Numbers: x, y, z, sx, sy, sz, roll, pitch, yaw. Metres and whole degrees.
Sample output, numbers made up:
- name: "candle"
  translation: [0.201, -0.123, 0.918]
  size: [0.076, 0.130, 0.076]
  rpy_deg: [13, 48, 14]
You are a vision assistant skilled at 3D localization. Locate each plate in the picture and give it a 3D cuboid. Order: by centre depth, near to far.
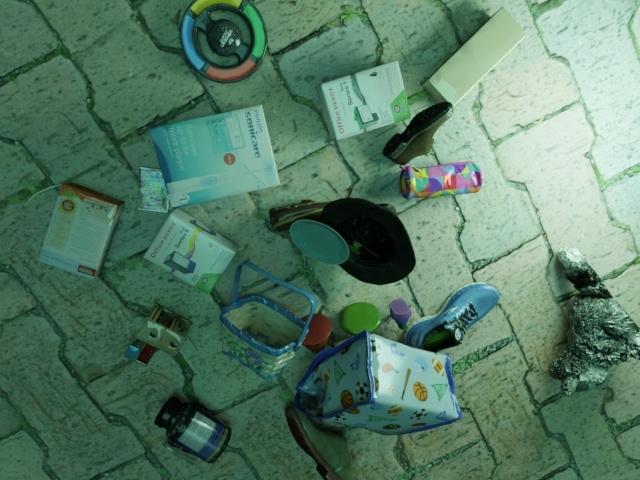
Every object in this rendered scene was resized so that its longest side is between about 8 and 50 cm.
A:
- name: "plate"
  translation: [0.000, 0.000, 1.349]
  size: [0.188, 0.188, 0.024]
  rpy_deg: [39, 56, -13]

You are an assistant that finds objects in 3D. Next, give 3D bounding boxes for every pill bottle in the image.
- name: "pill bottle"
  translation: [-0.396, 0.582, 1.460]
  size: [0.219, 0.123, 0.123]
  rpy_deg: [38, 97, -12]

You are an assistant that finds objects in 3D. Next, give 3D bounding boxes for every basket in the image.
- name: "basket"
  translation: [-0.151, 0.229, 1.333]
  size: [0.254, 0.201, 0.289]
  rpy_deg: [25, 111, 22]

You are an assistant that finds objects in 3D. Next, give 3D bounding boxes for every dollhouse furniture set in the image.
- name: "dollhouse furniture set"
  translation: [-0.483, 0.308, 1.382]
  size: [0.129, 0.129, 0.184]
  rpy_deg: [31, 98, -12]

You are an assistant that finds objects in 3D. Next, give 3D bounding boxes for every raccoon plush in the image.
- name: "raccoon plush"
  translation: [0.807, 0.273, 1.521]
  size: [0.299, 0.216, 0.446]
  rpy_deg: [-36, 75, 17]

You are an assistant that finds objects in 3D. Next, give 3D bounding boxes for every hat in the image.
- name: "hat"
  translation: [0.149, -0.024, 1.333]
  size: [0.331, 0.331, 0.134]
  rpy_deg: [50, 55, -14]

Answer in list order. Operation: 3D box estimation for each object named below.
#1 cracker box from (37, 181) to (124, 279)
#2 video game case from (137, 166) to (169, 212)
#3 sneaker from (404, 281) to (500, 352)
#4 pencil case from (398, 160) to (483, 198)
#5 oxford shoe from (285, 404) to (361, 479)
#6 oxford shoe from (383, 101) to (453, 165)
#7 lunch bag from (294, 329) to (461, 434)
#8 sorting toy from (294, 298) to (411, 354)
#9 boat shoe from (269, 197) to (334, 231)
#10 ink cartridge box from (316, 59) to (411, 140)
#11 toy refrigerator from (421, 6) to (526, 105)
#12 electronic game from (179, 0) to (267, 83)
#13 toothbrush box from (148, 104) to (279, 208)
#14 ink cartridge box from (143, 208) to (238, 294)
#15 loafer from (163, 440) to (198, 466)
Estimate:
- name: "cracker box"
  translation: [-0.666, -0.026, 1.315]
  size: [0.155, 0.067, 0.232]
  rpy_deg: [22, 99, -10]
- name: "video game case"
  translation: [-0.472, -0.143, 1.335]
  size: [0.087, 0.011, 0.122]
  rpy_deg: [6, 102, -7]
- name: "sneaker"
  translation: [0.421, 0.258, 1.453]
  size: [0.330, 0.147, 0.130]
  rpy_deg: [-38, 104, 3]
- name: "pencil case"
  translation: [0.346, -0.176, 1.367]
  size: [0.236, 0.104, 0.105]
  rpy_deg: [-5, 104, -7]
- name: "oxford shoe"
  translation: [0.008, 0.659, 1.543]
  size: [0.130, 0.123, 0.348]
  rpy_deg: [-37, 105, -24]
- name: "oxford shoe"
  translation: [0.289, -0.297, 1.324]
  size: [0.096, 0.083, 0.227]
  rpy_deg: [31, 129, -27]
- name: "lunch bag"
  translation: [0.148, 0.441, 1.381]
  size: [0.327, 0.239, 0.385]
  rpy_deg: [21, 138, -24]
- name: "sorting toy"
  translation: [0.106, 0.283, 1.463]
  size: [0.365, 0.127, 0.126]
  rpy_deg: [-14, 128, 0]
- name: "boat shoe"
  translation: [-0.046, -0.087, 1.362]
  size: [0.206, 0.073, 0.073]
  rpy_deg: [-13, 67, -8]
- name: "ink cartridge box"
  translation: [0.117, -0.380, 1.296]
  size: [0.219, 0.092, 0.160]
  rpy_deg: [-19, 104, -2]
- name: "toy refrigerator"
  translation: [0.418, -0.495, 1.302]
  size: [0.269, 0.094, 0.102]
  rpy_deg: [-45, 97, 5]
- name: "electronic game"
  translation: [-0.254, -0.535, 1.244]
  size: [0.229, 0.048, 0.229]
  rpy_deg: [-1, 103, -6]
- name: "toothbrush box"
  translation: [-0.277, -0.227, 1.274]
  size: [0.295, 0.126, 0.217]
  rpy_deg: [-13, 104, -6]
- name: "ink cartridge box"
  translation: [-0.366, 0.030, 1.347]
  size: [0.212, 0.093, 0.154]
  rpy_deg: [34, 99, -10]
- name: "loafer"
  translation: [-0.450, 0.680, 1.524]
  size: [0.039, 0.045, 0.125]
  rpy_deg: [-48, 111, -11]
